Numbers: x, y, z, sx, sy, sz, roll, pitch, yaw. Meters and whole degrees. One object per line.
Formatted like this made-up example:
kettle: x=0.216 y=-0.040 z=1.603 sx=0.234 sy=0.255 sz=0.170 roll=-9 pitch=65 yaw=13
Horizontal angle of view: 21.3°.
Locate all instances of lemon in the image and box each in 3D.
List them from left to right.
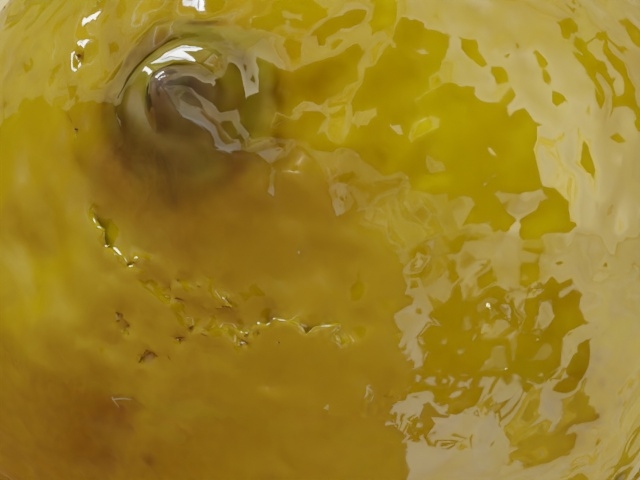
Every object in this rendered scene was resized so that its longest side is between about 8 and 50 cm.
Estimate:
lemon: x=-0.003 y=0.003 z=0.500 sx=0.228 sy=0.228 sz=0.253 roll=54 pitch=-29 yaw=7
